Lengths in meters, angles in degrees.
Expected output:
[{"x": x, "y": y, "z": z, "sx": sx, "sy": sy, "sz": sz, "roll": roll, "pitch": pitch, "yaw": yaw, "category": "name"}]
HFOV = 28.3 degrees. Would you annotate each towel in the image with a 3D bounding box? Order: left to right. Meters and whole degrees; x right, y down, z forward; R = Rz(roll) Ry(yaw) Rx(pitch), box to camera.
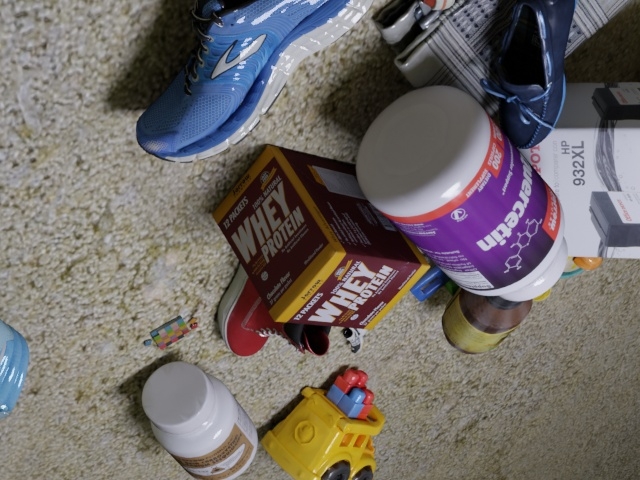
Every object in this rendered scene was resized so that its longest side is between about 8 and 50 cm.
[{"x": 0.247, "y": -0.287, "z": 1.611, "sx": 0.312, "sy": 0.056, "sz": 0.324, "roll": -39, "pitch": 148, "yaw": 8, "category": "towel"}]

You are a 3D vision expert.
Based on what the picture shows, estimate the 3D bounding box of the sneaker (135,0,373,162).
[{"x": -0.096, "y": -0.221, "z": 1.342, "sx": 0.147, "sy": 0.129, "sz": 0.330, "roll": 29, "pitch": 116, "yaw": -36, "category": "sneaker"}]

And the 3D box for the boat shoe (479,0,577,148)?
[{"x": 0.249, "y": -0.217, "z": 1.584, "sx": 0.089, "sy": 0.109, "sz": 0.258, "roll": -40, "pitch": 142, "yaw": -35, "category": "boat shoe"}]

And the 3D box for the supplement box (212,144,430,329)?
[{"x": 0.000, "y": 0.000, "z": 1.646, "sx": 0.194, "sy": 0.191, "sz": 0.129, "roll": 9, "pitch": 130, "yaw": -48, "category": "supplement box"}]

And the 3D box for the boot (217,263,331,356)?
[{"x": -0.060, "y": 0.126, "z": 1.784, "sx": 0.088, "sy": 0.176, "sz": 0.244, "roll": -16, "pitch": 146, "yaw": -30, "category": "boot"}]

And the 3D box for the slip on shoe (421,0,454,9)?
[{"x": 0.083, "y": -0.351, "z": 1.333, "sx": 0.101, "sy": 0.123, "sz": 0.331, "roll": -7, "pitch": 159, "yaw": 16, "category": "slip on shoe"}]

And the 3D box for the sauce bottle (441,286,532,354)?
[{"x": 0.263, "y": 0.097, "z": 1.945, "sx": 0.111, "sy": 0.111, "sz": 0.344, "roll": -28, "pitch": 169, "yaw": -10, "category": "sauce bottle"}]

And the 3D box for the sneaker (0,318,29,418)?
[{"x": -0.489, "y": 0.200, "z": 1.534, "sx": 0.319, "sy": 0.127, "sz": 0.208, "roll": -36, "pitch": 148, "yaw": 4, "category": "sneaker"}]

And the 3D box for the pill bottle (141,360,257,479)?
[{"x": -0.184, "y": 0.273, "z": 1.915, "sx": 0.131, "sy": 0.131, "sz": 0.229, "roll": -31, "pitch": 149, "yaw": -4, "category": "pill bottle"}]

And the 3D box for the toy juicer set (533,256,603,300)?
[{"x": 0.442, "y": 0.037, "z": 2.216, "sx": 0.329, "sy": 0.089, "sz": 0.209, "roll": -13, "pitch": 144, "yaw": -31, "category": "toy juicer set"}]

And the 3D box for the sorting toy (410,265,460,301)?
[{"x": 0.274, "y": -0.032, "z": 2.007, "sx": 0.348, "sy": 0.047, "sz": 0.196, "roll": -44, "pitch": 152, "yaw": 18, "category": "sorting toy"}]

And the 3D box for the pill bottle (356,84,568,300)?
[{"x": 0.198, "y": -0.047, "z": 1.642, "sx": 0.181, "sy": 0.181, "sz": 0.323, "roll": -40, "pitch": 134, "yaw": 10, "category": "pill bottle"}]

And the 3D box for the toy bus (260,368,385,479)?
[{"x": 0.036, "y": 0.325, "z": 2.209, "sx": 0.211, "sy": 0.149, "sz": 0.220, "roll": -58, "pitch": 147, "yaw": 8, "category": "toy bus"}]

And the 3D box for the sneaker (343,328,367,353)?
[{"x": 0.053, "y": 0.155, "z": 2.079, "sx": 0.037, "sy": 0.032, "sz": 0.083, "roll": -7, "pitch": 137, "yaw": -16, "category": "sneaker"}]

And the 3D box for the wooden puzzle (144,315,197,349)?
[{"x": -0.213, "y": 0.132, "z": 1.811, "sx": 0.083, "sy": 0.006, "sz": 0.049, "roll": -30, "pitch": 149, "yaw": -7, "category": "wooden puzzle"}]

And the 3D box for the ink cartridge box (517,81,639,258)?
[{"x": 0.426, "y": -0.096, "z": 1.766, "sx": 0.307, "sy": 0.129, "sz": 0.223, "roll": 2, "pitch": 128, "yaw": 16, "category": "ink cartridge box"}]
